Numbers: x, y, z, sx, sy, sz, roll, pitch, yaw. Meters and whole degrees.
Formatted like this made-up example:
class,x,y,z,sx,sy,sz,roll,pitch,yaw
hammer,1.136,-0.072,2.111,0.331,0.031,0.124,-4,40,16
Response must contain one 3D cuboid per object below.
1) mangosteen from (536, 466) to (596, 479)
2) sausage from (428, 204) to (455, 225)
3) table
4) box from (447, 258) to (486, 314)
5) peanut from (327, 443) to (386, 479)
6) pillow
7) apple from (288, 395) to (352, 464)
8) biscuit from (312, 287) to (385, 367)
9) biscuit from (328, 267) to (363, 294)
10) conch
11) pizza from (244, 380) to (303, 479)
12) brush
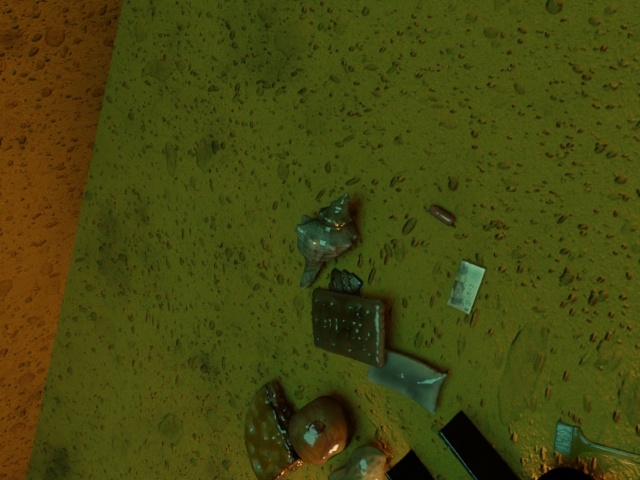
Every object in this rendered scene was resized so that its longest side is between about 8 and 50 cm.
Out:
class,x,y,z,sx,sy,sz,roll,pitch,yaw
mangosteen,0.603,0.696,1.246,0.265,0.228,0.228,-40,73,22
sausage,0.350,-0.074,1.455,0.083,0.034,0.034,38,114,24
table,0.383,0.686,1.421,0.282,0.196,0.251,50,120,22
box,0.416,0.134,1.440,0.073,0.020,0.149,22,107,29
peanut,0.114,0.782,1.637,0.149,0.149,0.313,44,117,22
pillow,0.257,0.421,1.540,0.254,0.078,0.144,18,107,33
apple,0.001,0.622,1.656,0.211,0.211,0.188,-47,68,28
biscuit,0.080,0.273,1.616,0.324,0.044,0.217,6,97,50
biscuit,0.081,0.145,1.664,0.129,0.019,0.120,-14,87,33
conch,-0.010,-0.004,1.628,0.386,0.169,0.203,-49,44,25
pizza,-0.166,0.716,1.830,0.277,0.114,0.409,-2,95,35
brush,0.712,0.534,1.291,0.205,0.011,0.083,8,98,32
